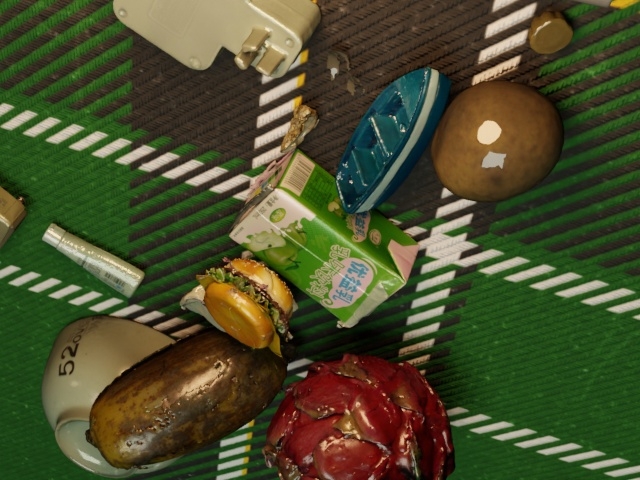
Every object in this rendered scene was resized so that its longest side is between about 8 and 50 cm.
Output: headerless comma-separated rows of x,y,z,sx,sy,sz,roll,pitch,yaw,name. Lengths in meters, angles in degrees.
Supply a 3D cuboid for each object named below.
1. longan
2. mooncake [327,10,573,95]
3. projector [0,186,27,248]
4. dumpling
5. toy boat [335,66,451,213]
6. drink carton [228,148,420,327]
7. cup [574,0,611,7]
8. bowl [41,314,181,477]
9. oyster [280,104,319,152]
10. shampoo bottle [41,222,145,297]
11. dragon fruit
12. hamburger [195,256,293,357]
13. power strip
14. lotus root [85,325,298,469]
0.236,-0.133,1.529,0.167,0.167,0.187,36,129,-11,longan
0.164,-0.250,1.534,0.346,0.057,0.150,7,134,14,mooncake
-0.660,-0.037,2.025,0.193,0.088,0.269,41,131,-14,projector
-0.139,0.111,1.948,0.181,0.111,0.155,30,163,1,dumpling
0.105,-0.147,1.612,0.061,0.096,0.299,-1,148,-26,toy boat
0.000,0.000,1.782,0.271,0.108,0.161,38,133,-12,drink carton
0.194,-0.393,1.299,0.327,0.237,0.323,12,163,10,cup
-0.394,0.332,2.180,0.354,0.185,0.354,11,133,13,bowl
-0.041,-0.169,1.680,0.083,0.080,0.038,-43,83,8,oyster
-0.408,0.033,2.020,0.190,0.041,0.069,31,139,-7,shampoo bottle
0.073,0.343,1.923,0.329,0.329,0.329,11,133,12,dragon fruit
-0.111,0.100,1.801,0.164,0.093,0.189,31,151,18,hamburger
-0.140,-0.322,1.538,0.261,0.141,0.229,34,134,-5,power strip
-0.222,0.272,1.986,0.397,0.196,0.179,-29,126,-8,lotus root
